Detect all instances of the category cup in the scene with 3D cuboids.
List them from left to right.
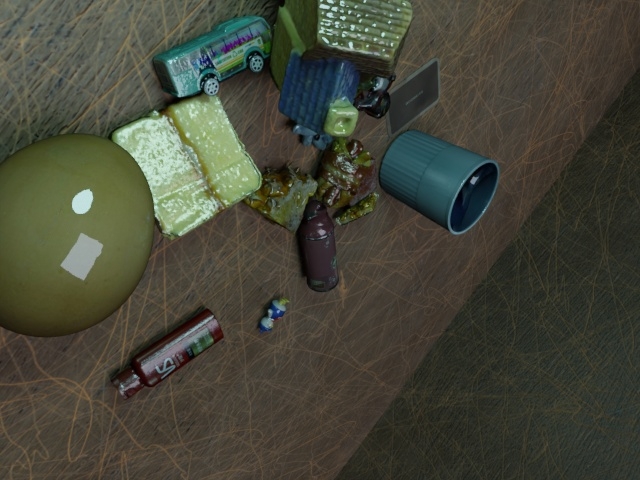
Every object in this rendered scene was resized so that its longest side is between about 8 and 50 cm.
[{"bbox_3d":[0.410,-0.223,1.672,0.331,0.311,0.257,-34,140,-26],"label":"cup"}]

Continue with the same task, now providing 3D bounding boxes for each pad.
[{"bbox_3d":[0.304,-0.464,1.623,0.266,0.002,0.176,-40,141,-19],"label":"pad"}]

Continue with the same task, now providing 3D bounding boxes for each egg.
[{"bbox_3d":[-0.456,-0.009,0.888,0.301,0.301,0.374,11,107,-51],"label":"egg"}]

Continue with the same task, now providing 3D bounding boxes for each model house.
[{"bbox_3d":[0.051,-0.363,0.982,0.260,0.267,0.321,3,135,-19],"label":"model house"}]

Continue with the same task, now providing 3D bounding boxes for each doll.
[{"bbox_3d":[-0.156,0.246,1.630,0.143,0.057,0.098,-53,159,6],"label":"doll"},{"bbox_3d":[-0.005,-0.300,1.348,0.120,0.075,0.180,-55,145,-6],"label":"doll"}]

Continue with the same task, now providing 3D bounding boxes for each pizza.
[{"bbox_3d":[0.128,-0.105,1.623,0.178,0.131,0.041,-33,104,-7],"label":"pizza"}]

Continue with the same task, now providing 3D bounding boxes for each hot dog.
[{"bbox_3d":[0.064,-0.194,1.448,0.146,0.103,0.213,21,90,-20],"label":"hot dog"}]

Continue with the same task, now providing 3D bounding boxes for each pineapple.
[{"bbox_3d":[-0.100,-0.108,1.367,0.236,0.114,0.186,-22,133,-40],"label":"pineapple"}]

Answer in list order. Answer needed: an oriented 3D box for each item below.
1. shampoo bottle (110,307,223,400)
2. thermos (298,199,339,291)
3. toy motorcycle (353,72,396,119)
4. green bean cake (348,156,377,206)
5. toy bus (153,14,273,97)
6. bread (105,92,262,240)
[{"bbox_3d":[-0.416,0.314,1.374,0.314,0.076,0.118,-33,141,-26],"label":"shampoo bottle"},{"bbox_3d":[0.003,0.005,1.569,0.136,0.109,0.331,-33,138,-26],"label":"thermos"},{"bbox_3d":[0.083,-0.437,1.292,0.400,0.134,0.207,-5,121,-48],"label":"toy motorcycle"},{"bbox_3d":[0.117,-0.192,1.585,0.135,0.056,0.136,-38,141,-23],"label":"green bean cake"},{"bbox_3d":[-0.214,-0.384,1.045,0.261,0.091,0.109,-37,134,-25],"label":"toy bus"},{"bbox_3d":[-0.282,-0.168,1.062,0.263,0.198,0.236,-35,132,-27],"label":"bread"}]
